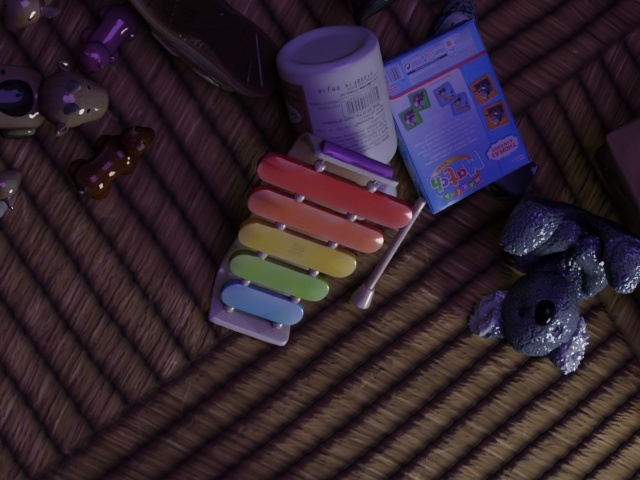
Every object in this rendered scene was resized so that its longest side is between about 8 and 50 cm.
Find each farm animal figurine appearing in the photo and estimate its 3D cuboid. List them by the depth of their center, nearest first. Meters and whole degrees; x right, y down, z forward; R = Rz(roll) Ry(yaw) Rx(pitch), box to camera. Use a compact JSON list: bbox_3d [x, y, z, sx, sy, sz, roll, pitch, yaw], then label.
[{"bbox_3d":[-0.342,-0.193,1.471,0.327,0.172,0.330,-17,97,-19],"label":"farm animal figurine"}]

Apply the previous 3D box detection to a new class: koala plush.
[{"bbox_3d":[0.322,0.064,1.737,0.196,0.203,0.221,19,100,2],"label":"koala plush"}]

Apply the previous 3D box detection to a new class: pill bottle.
[{"bbox_3d":[0.029,-0.147,1.606,0.131,0.131,0.229,-25,123,-18],"label":"pill bottle"}]

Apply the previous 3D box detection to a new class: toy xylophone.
[{"bbox_3d":[0.000,0.000,1.583,0.236,0.081,0.322,14,128,-15],"label":"toy xylophone"}]

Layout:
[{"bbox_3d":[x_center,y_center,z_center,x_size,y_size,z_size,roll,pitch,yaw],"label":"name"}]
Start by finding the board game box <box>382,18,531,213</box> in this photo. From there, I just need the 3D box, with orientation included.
[{"bbox_3d":[0.172,-0.165,1.676,0.160,0.039,0.211,-28,104,-12],"label":"board game box"}]

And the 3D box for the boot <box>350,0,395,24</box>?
[{"bbox_3d":[0.021,-0.401,1.579,0.091,0.263,0.229,-31,110,10],"label":"boot"}]

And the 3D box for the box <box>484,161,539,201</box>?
[{"bbox_3d":[0.252,-0.101,1.760,0.083,0.052,0.062,36,81,-18],"label":"box"}]

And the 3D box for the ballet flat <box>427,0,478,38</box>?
[{"bbox_3d":[0.173,-0.255,1.720,0.070,0.070,0.188,31,81,-18],"label":"ballet flat"}]

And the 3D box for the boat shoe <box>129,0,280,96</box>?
[{"bbox_3d":[-0.173,-0.280,1.533,0.302,0.098,0.109,41,67,-36],"label":"boat shoe"}]

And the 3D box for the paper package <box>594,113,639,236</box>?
[{"bbox_3d":[0.581,-0.071,1.686,0.325,0.168,0.309,-26,81,4],"label":"paper package"}]
